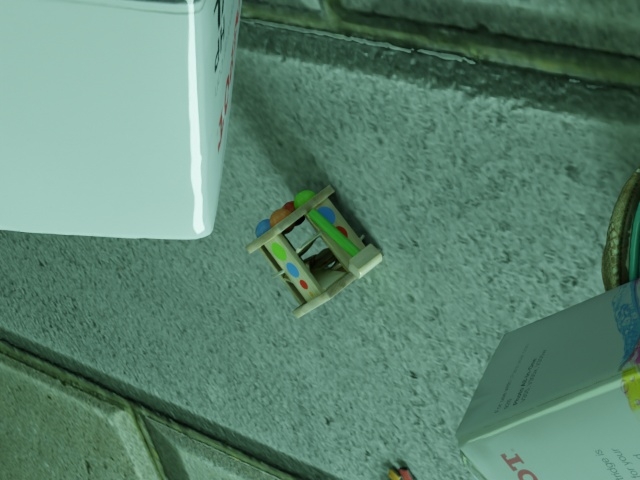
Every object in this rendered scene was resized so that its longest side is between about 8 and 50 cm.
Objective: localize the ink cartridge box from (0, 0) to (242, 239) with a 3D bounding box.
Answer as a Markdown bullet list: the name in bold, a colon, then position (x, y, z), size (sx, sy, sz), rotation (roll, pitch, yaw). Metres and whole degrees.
- **ink cartridge box**: position (-0.115, -0.232, 0.743), size (0.166, 0.285, 0.395), rotation (4, 140, 1)

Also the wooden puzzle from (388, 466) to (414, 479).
- **wooden puzzle**: position (0.073, 0.200, 1.253), size (0.083, 0.006, 0.049), rotation (53, 150, -2)

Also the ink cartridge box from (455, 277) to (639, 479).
- **ink cartridge box**: position (0.193, 0.089, 0.795), size (0.212, 0.093, 0.154), rotation (-29, 109, 38)

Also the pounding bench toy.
- **pounding bench toy**: position (0.000, 0.000, 1.092), size (0.065, 0.052, 0.083), rotation (54, 150, -2)

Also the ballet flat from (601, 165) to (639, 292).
- **ballet flat**: position (0.177, 0.047, 0.885), size (0.067, 0.073, 0.206), rotation (28, 141, 59)
